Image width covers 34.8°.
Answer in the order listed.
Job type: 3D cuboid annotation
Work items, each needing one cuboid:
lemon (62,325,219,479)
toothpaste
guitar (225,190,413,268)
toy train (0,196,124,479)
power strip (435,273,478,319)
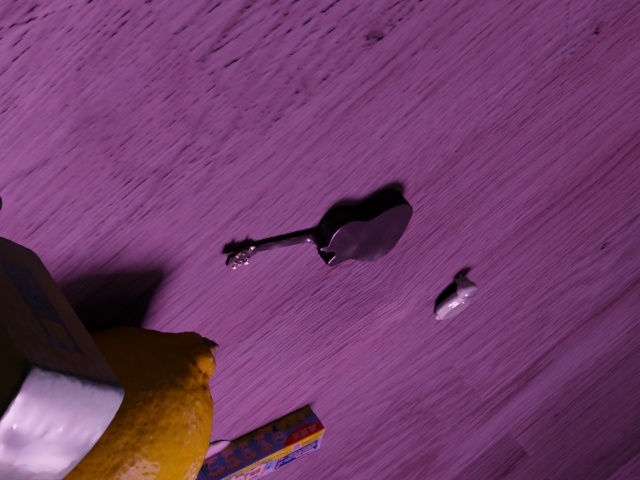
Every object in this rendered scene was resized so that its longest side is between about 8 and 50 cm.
[{"bbox_3d":[-0.195,0.175,0.939,0.248,0.184,0.184,-49,150,-4],"label":"lemon"},{"bbox_3d":[-0.085,0.275,1.324,0.193,0.044,0.070,-21,146,-28],"label":"toothpaste"},{"bbox_3d":[0.000,0.000,1.068,0.233,0.025,0.088,-13,142,-38],"label":"guitar"},{"bbox_3d":[-0.289,0.017,0.556,0.160,0.253,0.397,-45,150,7],"label":"toy train"},{"bbox_3d":[0.180,0.076,1.369,0.055,0.035,0.083,-17,156,-33],"label":"power strip"}]
